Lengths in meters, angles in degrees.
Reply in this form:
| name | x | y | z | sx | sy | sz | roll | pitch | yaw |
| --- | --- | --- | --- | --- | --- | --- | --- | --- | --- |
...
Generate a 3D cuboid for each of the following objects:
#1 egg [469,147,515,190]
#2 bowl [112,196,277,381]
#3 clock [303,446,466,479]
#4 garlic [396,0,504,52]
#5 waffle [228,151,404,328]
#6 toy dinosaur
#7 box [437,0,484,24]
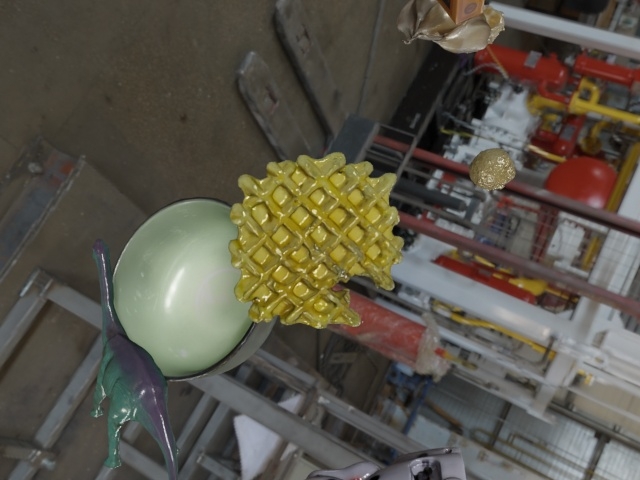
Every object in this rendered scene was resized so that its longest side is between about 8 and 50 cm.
| name | x | y | z | sx | sy | sz | roll | pitch | yaw |
| --- | --- | --- | --- | --- | --- | --- | --- | --- | --- |
| egg | 0.484 | -0.201 | 1.793 | 0.116 | 0.140 | 0.118 | -25 | 95 | -29 |
| bowl | -0.216 | 0.106 | 1.248 | 0.353 | 0.354 | 0.185 | -65 | 151 | -4 |
| clock | 0.066 | 0.371 | 0.833 | 0.189 | 0.254 | 0.188 | -6 | 90 | -82 |
| garlic | 0.328 | -0.578 | 1.692 | 0.292 | 0.237 | 0.210 | -4 | 157 | -25 |
| waffle | -0.001 | 0.000 | 0.900 | 0.056 | 0.261 | 0.249 | -161 | -108 | -74 |
| toy dinosaur | -0.318 | 0.192 | 1.064 | 0.129 | 0.383 | 0.330 | -7 | 107 | -35 |
| box | 0.283 | -0.621 | 1.338 | 0.076 | 0.174 | 0.274 | -23 | 153 | -4 |
